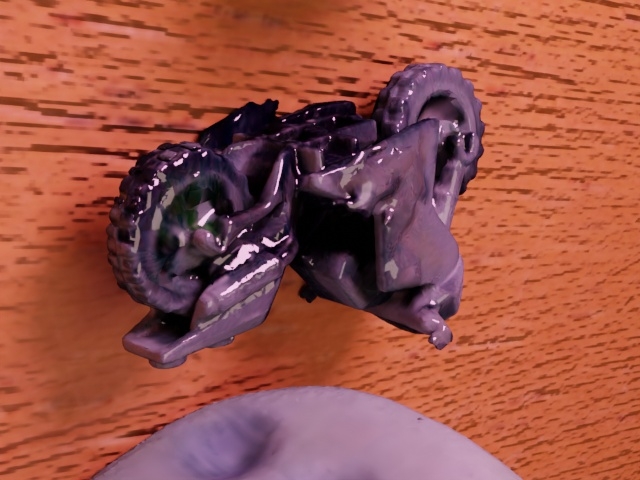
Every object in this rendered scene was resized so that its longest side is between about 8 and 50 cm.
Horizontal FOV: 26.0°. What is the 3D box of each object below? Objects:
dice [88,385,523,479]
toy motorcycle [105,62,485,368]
[{"bbox_3d":[-0.004,0.257,0.731,0.264,0.268,0.263,-35,130,-29],"label":"dice"},{"bbox_3d":[0.000,0.000,0.742,0.270,0.106,0.159,-25,119,-41],"label":"toy motorcycle"}]
